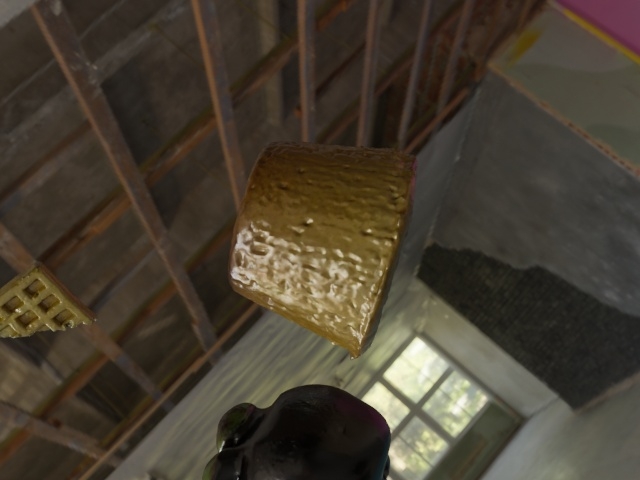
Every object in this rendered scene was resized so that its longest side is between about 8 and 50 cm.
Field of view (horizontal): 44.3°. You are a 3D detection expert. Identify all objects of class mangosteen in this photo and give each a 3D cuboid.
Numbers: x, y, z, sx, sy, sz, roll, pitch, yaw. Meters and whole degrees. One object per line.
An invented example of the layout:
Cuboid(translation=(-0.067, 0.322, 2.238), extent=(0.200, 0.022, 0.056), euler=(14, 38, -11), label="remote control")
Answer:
Cuboid(translation=(-0.027, 0.287, 1.010), extent=(0.243, 0.243, 0.243), euler=(-45, -14, -15), label="mangosteen")

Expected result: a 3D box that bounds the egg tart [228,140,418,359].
Cuboid(translation=(0.000, 0.000, 0.736), extent=(0.202, 0.147, 0.202), euler=(14, -90, -88), label="egg tart")

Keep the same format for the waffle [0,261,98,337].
Cuboid(translation=(-0.415, 0.125, 1.059), extent=(0.191, 0.125, 0.032), euler=(-38, 28, 1), label="waffle")
